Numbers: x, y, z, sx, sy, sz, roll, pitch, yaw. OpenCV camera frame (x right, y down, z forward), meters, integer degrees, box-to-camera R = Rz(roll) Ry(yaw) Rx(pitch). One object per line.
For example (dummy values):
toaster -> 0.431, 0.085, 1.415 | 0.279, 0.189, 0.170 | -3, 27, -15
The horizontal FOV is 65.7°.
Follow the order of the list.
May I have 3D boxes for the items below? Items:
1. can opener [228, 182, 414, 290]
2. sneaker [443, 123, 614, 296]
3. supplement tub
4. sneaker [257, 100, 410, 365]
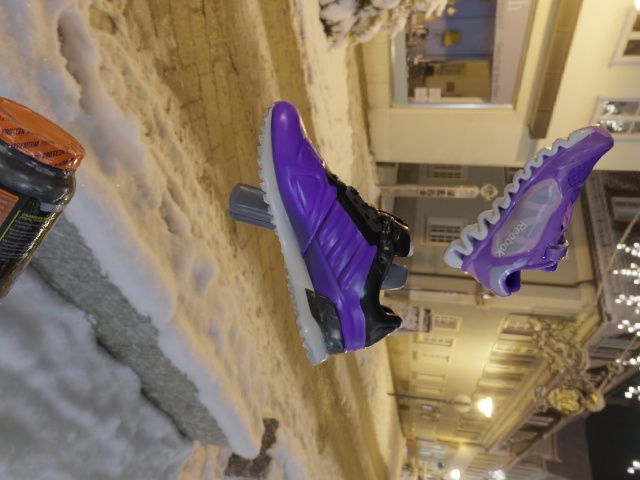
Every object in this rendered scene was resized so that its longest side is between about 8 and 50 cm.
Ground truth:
can opener -> 0.000, 0.000, 0.723 | 0.076, 0.283, 0.095 | 126, -22, -73
sneaker -> 0.252, -0.022, 0.572 | 0.095, 0.105, 0.236 | -11, 144, -45
supplement tub -> -0.559, -0.055, 0.827 | 0.338, 0.207, 0.207 | -52, 170, 5
sneaker -> 0.023, -0.018, 0.560 | 0.102, 0.146, 0.294 | -71, 147, -85
